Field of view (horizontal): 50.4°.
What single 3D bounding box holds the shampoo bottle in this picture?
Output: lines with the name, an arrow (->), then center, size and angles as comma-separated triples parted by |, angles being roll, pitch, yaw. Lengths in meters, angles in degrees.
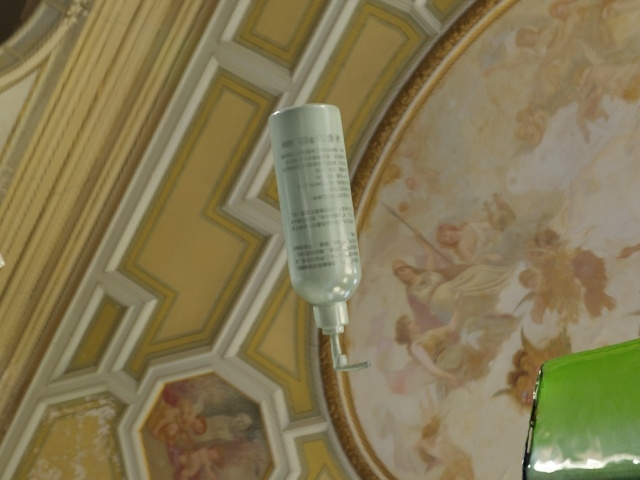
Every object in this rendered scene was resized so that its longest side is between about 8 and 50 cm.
shampoo bottle -> 0.000, 0.000, 0.504 | 0.056, 0.056, 0.195 | -7, -92, 18

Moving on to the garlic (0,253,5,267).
garlic -> -0.563, 0.074, 0.824 | 0.246, 0.231, 0.340 | 43, -94, 2

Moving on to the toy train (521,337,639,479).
toy train -> 0.282, 0.232, 0.502 | 0.307, 0.249, 0.173 | 40, -40, -19
